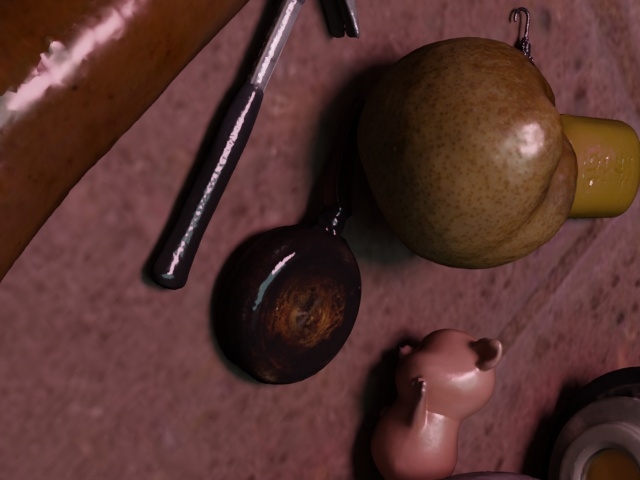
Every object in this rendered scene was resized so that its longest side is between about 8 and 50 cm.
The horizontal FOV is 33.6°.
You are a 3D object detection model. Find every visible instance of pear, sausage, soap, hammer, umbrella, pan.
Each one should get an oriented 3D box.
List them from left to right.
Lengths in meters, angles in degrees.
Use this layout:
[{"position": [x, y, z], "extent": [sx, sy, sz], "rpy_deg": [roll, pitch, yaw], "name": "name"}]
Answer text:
[{"position": [-0.152, -0.073, 0.528], "extent": [0.501, 0.123, 0.136], "rpy_deg": [-55, 129, -20], "name": "sausage"}, {"position": [-0.046, -0.081, 0.682], "extent": [0.103, 0.029, 0.246], "rpy_deg": [27, 81, -39], "name": "hammer"}, {"position": [0.002, 0.000, 0.729], "extent": [0.115, 0.040, 0.212], "rpy_deg": [32, 77, -45], "name": "pan"}, {"position": [0.105, -0.059, 0.731], "extent": [0.167, 0.137, 0.167], "rpy_deg": [-18, 90, -72], "name": "pear"}, {"position": [0.163, -0.128, 0.862], "extent": [0.022, 0.013, 0.122], "rpy_deg": [-3, 100, -28], "name": "umbrella"}, {"position": [0.232, -0.062, 0.911], "extent": [0.140, 0.045, 0.089], "rpy_deg": [-1, 94, -41], "name": "soap"}]

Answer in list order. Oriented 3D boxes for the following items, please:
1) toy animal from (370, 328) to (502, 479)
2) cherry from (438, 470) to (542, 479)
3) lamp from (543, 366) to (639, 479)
[{"position": [0.085, 0.129, 0.795], "extent": [0.089, 0.083, 0.150], "rpy_deg": [26, 97, -19], "name": "toy animal"}, {"position": [0.126, 0.319, 0.722], "extent": [0.335, 0.291, 0.326], "rpy_deg": [-35, 127, 7], "name": "cherry"}, {"position": [0.335, 0.207, 0.936], "extent": [0.272, 0.205, 0.374], "rpy_deg": [33, 61, -30], "name": "lamp"}]
